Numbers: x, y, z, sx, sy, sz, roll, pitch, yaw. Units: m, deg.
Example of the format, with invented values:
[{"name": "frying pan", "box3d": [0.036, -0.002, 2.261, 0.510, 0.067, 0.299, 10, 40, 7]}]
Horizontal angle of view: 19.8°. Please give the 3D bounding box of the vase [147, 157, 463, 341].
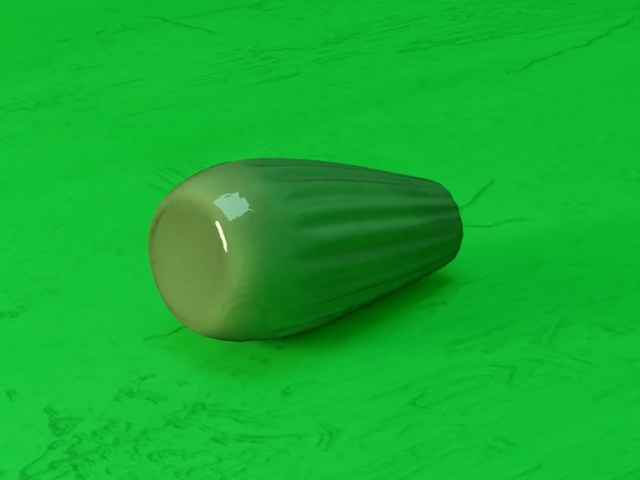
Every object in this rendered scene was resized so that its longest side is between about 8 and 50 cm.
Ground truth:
[{"name": "vase", "box3d": [0.000, 0.000, 1.320, 0.248, 0.128, 0.128, -8, 22, -42]}]
